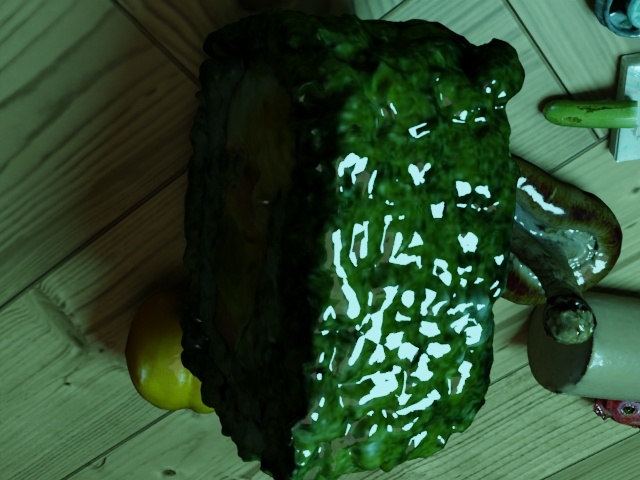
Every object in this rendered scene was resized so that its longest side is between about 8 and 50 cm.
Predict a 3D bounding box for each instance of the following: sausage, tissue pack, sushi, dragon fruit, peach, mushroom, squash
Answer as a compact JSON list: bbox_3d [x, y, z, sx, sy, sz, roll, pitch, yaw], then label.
[{"bbox_3d":[0.379,0.128,0.933,0.253,0.123,0.123,9,128,-16],"label":"sausage"},{"bbox_3d":[0.309,-0.127,0.771,0.056,0.023,0.108,-9,130,1],"label":"tissue pack"},{"bbox_3d":[0.000,0.000,0.647,0.178,0.294,0.351,-2,105,-30],"label":"sushi"},{"bbox_3d":[0.404,0.204,1.038,0.112,0.068,0.126,-20,130,12],"label":"dragon fruit"},{"bbox_3d":[-0.132,0.116,0.842,0.138,0.138,0.138,-4,130,-5],"label":"peach"},{"bbox_3d":[0.216,0.032,0.760,0.227,0.217,0.148,15,119,-21],"label":"mushroom"},{"bbox_3d":[0.250,-0.118,0.755,0.083,0.027,0.027,3,133,17],"label":"squash"}]

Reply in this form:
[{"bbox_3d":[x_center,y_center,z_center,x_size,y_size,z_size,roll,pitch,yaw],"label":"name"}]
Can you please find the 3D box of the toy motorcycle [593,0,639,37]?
[{"bbox_3d":[0.270,-0.274,0.580,0.198,0.109,0.296,-24,141,20],"label":"toy motorcycle"}]
